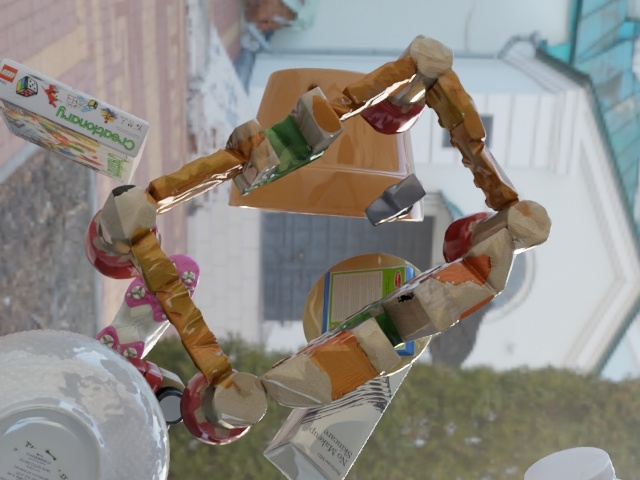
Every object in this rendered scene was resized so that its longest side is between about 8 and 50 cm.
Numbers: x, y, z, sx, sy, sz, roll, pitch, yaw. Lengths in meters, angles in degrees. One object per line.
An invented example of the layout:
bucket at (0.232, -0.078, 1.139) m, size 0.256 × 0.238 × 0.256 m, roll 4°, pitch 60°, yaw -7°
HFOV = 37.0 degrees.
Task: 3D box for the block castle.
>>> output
block castle at (0.000, 0.000, 1.073) m, size 0.303 × 0.453 × 0.213 m, roll 59°, pitch -19°, yaw 3°

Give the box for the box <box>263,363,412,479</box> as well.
box at (0.033, 0.268, 1.545) m, size 0.094 × 0.113 × 0.275 m, roll -38°, pitch -168°, yaw 49°

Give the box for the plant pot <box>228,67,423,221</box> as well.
plant pot at (0.016, -0.138, 1.420) m, size 0.291 × 0.291 × 0.203 m, roll -170°, pitch -95°, yaw -89°

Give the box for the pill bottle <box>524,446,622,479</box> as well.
pill bottle at (0.402, 0.470, 1.371) m, size 0.181 × 0.181 × 0.323 m, roll -100°, pitch 170°, yaw -84°

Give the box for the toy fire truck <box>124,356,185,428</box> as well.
toy fire truck at (-0.369, 0.276, 1.544) m, size 0.217 × 0.246 × 0.158 m, roll -63°, pitch -161°, yaw -1°

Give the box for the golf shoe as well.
golf shoe at (-0.355, 0.155, 1.903) m, size 0.306 × 0.115 × 0.140 m, roll -51°, pitch -179°, yaw -17°

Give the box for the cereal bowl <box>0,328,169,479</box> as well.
cereal bowl at (-0.360, 0.283, 1.237) m, size 0.141 × 0.339 × 0.339 m, roll 161°, pitch -70°, yaw -76°

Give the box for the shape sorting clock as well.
shape sorting clock at (0.074, 0.113, 1.449) m, size 0.040 × 0.206 × 0.206 m, roll 59°, pitch 27°, yaw -56°

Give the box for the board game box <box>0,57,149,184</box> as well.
board game box at (-0.336, -0.152, 1.304) m, size 0.053 × 0.193 × 0.305 m, roll -67°, pitch -170°, yaw -8°
